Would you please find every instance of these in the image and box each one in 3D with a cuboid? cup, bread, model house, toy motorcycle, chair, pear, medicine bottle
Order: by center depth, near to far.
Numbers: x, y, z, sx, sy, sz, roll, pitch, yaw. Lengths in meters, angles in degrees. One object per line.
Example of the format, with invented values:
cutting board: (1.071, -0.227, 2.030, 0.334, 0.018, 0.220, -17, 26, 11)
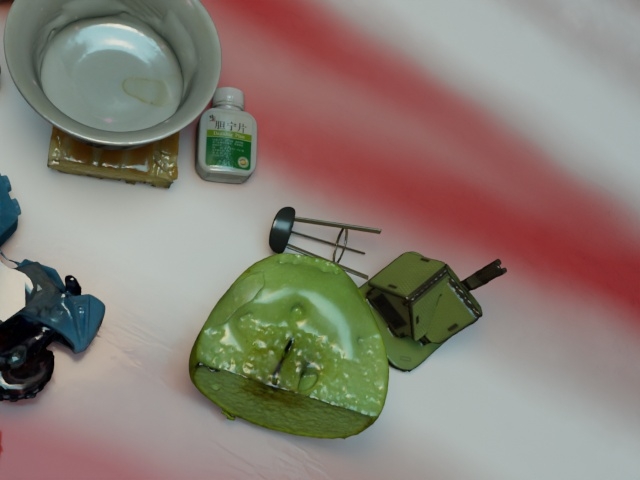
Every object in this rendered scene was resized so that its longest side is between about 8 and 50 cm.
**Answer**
toy motorcycle: (-0.522, 0.062, 1.305, 0.232, 0.172, 0.416, -21, 75, -29)
cup: (-0.355, -0.295, 1.320, 0.347, 0.163, 0.347, 5, 72, -16)
pear: (-0.046, 0.175, 1.399, 0.343, 0.238, 0.318, 20, 59, -7)
bread: (-0.381, -0.226, 1.442, 0.239, 0.111, 0.246, 9, 74, -16)
model house: (0.220, 0.111, 1.471, 0.218, 0.279, 0.205, -37, 88, -24)
chair: (0.000, 0.000, 1.523, 0.222, 0.095, 0.104, 16, 87, -14)
medicine bottle: (-0.187, -0.210, 1.527, 0.119, 0.069, 0.183, 5, 73, -15)
